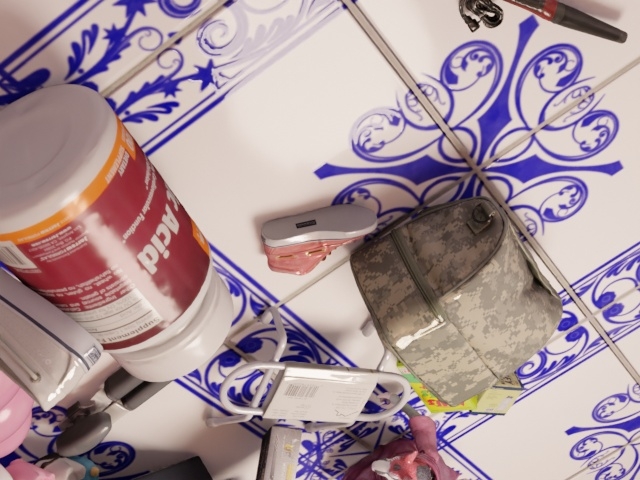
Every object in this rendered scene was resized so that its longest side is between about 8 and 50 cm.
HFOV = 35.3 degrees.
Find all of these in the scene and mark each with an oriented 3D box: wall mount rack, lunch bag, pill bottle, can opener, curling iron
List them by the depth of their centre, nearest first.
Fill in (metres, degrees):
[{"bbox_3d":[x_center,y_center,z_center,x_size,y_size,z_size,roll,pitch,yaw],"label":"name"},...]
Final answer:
[{"bbox_3d":[-0.279,0.007,1.318,0.224,0.224,0.392,-26,135,5],"label":"pill bottle"},{"bbox_3d":[0.306,-0.306,1.378,0.274,0.035,0.068,4,134,-23],"label":"curling iron"},{"bbox_3d":[0.228,0.089,1.591,0.256,0.213,0.305,-31,135,10],"label":"lunch bag"},{"bbox_3d":[-0.312,0.256,1.638,0.280,0.093,0.074,-39,132,11],"label":"can opener"},{"bbox_3d":[-0.036,0.258,1.720,0.350,0.130,0.304,9,124,-27],"label":"wall mount rack"}]

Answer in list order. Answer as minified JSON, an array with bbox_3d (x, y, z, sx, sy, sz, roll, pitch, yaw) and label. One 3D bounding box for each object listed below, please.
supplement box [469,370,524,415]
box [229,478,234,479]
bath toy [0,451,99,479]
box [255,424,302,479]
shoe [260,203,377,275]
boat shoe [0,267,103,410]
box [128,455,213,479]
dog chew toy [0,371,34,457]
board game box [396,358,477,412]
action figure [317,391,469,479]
[{"bbox_3d":[0.328,0.286,1.921,0.083,0.056,0.083,8,128,-26],"label":"supplement box"},{"bbox_3d":[-0.164,0.552,1.935,0.126,0.072,0.137,-51,144,-29],"label":"box"},{"bbox_3d":[-0.491,0.408,1.599,0.129,0.151,0.348,12,171,17],"label":"bath toy"},{"bbox_3d":[-0.086,0.449,1.756,0.056,0.231,0.183,11,161,-6],"label":"box"},{"bbox_3d":[0.000,0.000,1.532,0.178,0.063,0.081,-10,135,-4],"label":"shoe"},{"bbox_3d":[-0.463,0.096,1.254,0.156,0.367,0.136,-54,174,-22],"label":"boat shoe"},{"bbox_3d":[-0.339,0.547,1.744,0.294,0.183,0.296,-40,165,17],"label":"box"},{"bbox_3d":[-0.504,0.207,1.447,0.206,0.207,0.332,-12,142,-9],"label":"dog chew toy"},{"bbox_3d":[0.215,0.252,1.834,0.092,0.043,0.181,-10,140,24],"label":"board game box"},{"bbox_3d":[0.145,0.445,1.815,0.248,0.275,0.370,-49,175,-13],"label":"action figure"}]
